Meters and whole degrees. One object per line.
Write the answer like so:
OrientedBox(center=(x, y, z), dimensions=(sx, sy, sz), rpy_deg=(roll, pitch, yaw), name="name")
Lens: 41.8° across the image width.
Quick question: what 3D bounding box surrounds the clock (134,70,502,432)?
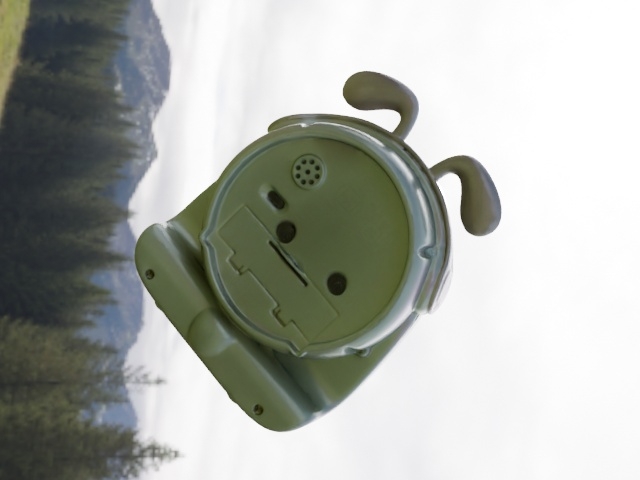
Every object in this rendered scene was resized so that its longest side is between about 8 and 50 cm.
OrientedBox(center=(0.000, 0.000, 0.479), dimensions=(0.191, 0.151, 0.062), rpy_deg=(-44, 166, 12), name="clock")
